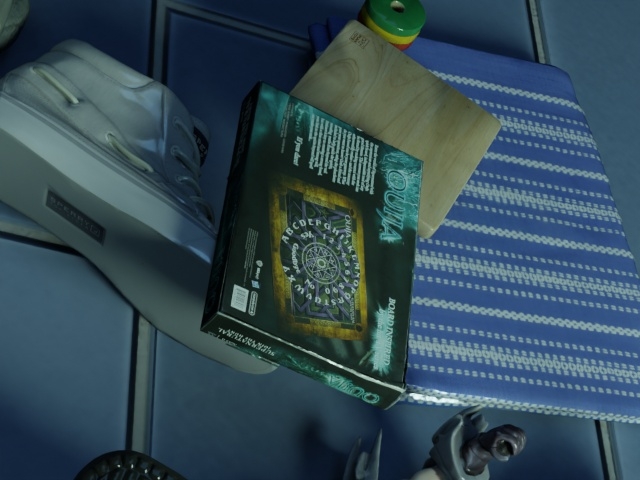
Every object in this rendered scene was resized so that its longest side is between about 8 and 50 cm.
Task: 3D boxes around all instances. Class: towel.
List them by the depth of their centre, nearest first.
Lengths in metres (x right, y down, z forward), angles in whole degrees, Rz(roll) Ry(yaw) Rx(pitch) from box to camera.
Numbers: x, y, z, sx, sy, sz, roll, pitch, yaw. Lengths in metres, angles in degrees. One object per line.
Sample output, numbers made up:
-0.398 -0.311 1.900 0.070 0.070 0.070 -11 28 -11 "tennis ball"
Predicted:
0.119 -0.016 1.168 0.243 0.040 0.336 8 52 -25 "towel"

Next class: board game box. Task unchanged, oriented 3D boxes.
0.000 0.000 0.964 0.126 0.026 0.186 25 47 -19 "board game box"

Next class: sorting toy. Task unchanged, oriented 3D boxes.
0.036 -0.064 1.094 0.132 0.046 0.274 35 46 0 "sorting toy"

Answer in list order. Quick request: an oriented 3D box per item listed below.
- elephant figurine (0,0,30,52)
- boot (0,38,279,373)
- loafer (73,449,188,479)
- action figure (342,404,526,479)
-0.298 -0.213 1.027 0.239 0.169 0.186 27 13 -2 "elephant figurine"
-0.098 -0.034 1.009 0.258 0.095 0.123 38 51 7 "boot"
-0.041 0.193 0.856 0.220 0.078 0.080 39 66 4 "loafer"
0.117 0.192 0.939 0.285 0.099 0.185 13 57 -13 "action figure"
